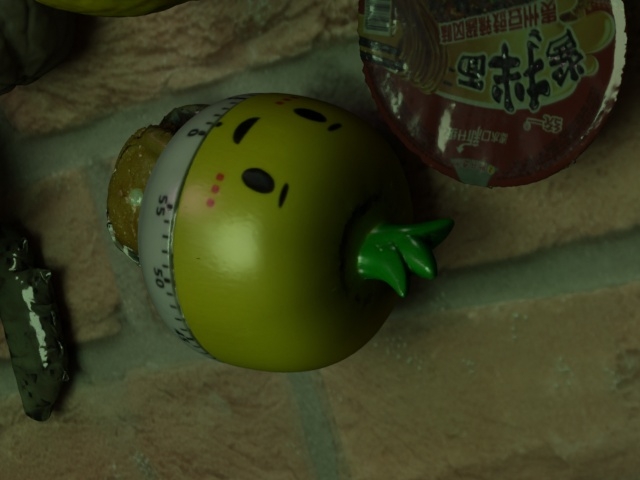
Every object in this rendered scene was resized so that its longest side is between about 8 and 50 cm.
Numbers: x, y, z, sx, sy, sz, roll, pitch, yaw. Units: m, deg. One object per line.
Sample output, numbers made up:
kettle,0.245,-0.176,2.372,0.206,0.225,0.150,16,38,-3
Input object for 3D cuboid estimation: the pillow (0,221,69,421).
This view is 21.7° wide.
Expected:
pillow,-0.332,0.095,1.939,0.093,0.051,0.241,-3,99,43

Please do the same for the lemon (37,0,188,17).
lemon,-0.194,-0.368,1.522,0.387,0.350,0.350,43,126,1

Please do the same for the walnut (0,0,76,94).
walnut,-0.372,-0.260,1.785,0.224,0.224,0.224,11,108,35

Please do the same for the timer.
timer,0.000,0.000,1.524,0.285,0.285,0.285,11,108,35

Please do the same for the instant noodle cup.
instant noodle cup,0.164,-0.184,1.456,0.274,0.091,0.274,10,107,36

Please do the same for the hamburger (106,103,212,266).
hamburger,-0.131,-0.042,1.713,0.177,0.113,0.185,-9,104,38
